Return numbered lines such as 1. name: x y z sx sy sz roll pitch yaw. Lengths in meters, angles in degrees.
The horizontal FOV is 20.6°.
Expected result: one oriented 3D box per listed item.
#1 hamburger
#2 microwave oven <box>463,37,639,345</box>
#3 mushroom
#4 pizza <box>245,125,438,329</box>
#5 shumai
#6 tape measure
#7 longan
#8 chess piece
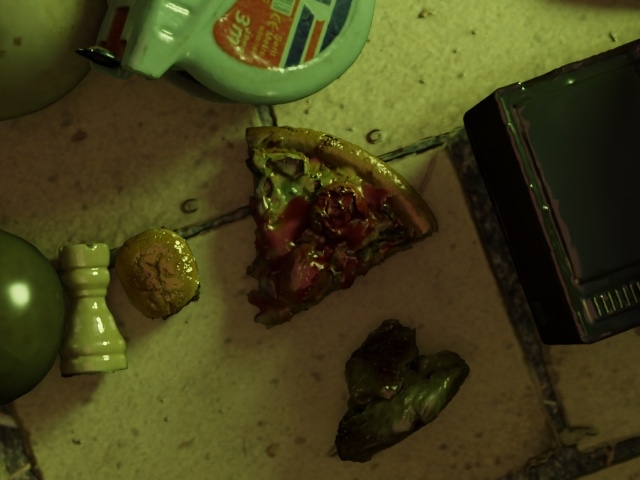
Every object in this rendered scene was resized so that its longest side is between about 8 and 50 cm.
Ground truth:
1. hamburger: -0.151 0.031 1.650 0.076 0.044 0.083 -32 88 1
2. microwave oven: 0.253 -0.041 1.570 0.178 0.188 0.247 -19 87 -4
3. mushroom: -0.297 -0.216 1.592 0.204 0.204 0.204 0 92 1
4. pizza: 0.000 0.000 1.639 0.201 0.053 0.193 19 92 0
5. shumai: 0.060 0.146 1.615 0.105 0.123 0.139 32 106 11
6. tape measure: -0.073 -0.234 1.574 0.246 0.125 0.243 20 87 -30
7. longan: -0.320 0.068 1.594 0.189 0.189 0.189 0 92 1
8. chess piece: -0.216 0.064 1.643 0.066 0.066 0.122 -6 89 2
